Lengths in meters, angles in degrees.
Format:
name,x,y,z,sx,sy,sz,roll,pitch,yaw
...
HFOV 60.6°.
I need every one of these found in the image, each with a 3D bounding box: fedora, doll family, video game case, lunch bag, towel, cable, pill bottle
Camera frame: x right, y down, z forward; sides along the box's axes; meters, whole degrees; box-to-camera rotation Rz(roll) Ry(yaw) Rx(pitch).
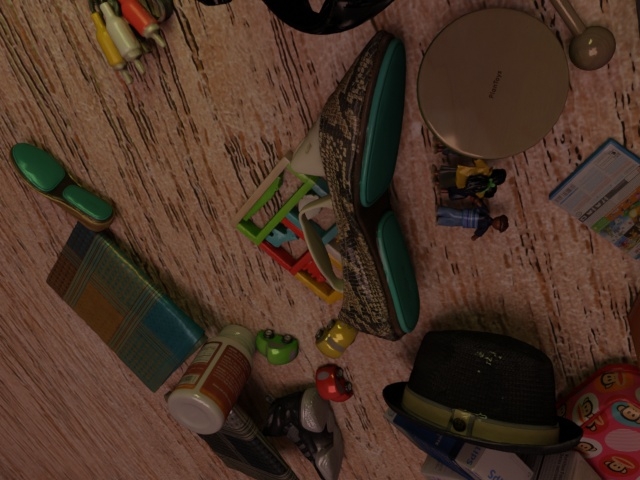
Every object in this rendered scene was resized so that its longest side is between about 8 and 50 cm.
name,x,y,z,sx,sy,sz,roll,pitch,yaw
fedora,0.277,0.238,0.944,0.333,0.334,0.153,8,90,16
doll family,0.225,-0.078,0.812,0.111,0.076,0.193,5,147,20
video game case,0.437,-0.056,0.789,0.166,0.015,0.119,34,127,-4
lunch bag,0.566,0.369,0.969,0.293,0.120,0.258,28,129,0
towel,-0.438,0.149,1.219,0.370,0.040,0.271,46,126,-1
towel,-0.213,0.479,1.340,0.324,0.056,0.312,-7,124,47
cable,-0.338,-0.386,0.818,0.139,0.072,0.287,-32,108,29
pill bottle,-0.214,0.280,1.140,0.121,0.216,0.121,10,126,15

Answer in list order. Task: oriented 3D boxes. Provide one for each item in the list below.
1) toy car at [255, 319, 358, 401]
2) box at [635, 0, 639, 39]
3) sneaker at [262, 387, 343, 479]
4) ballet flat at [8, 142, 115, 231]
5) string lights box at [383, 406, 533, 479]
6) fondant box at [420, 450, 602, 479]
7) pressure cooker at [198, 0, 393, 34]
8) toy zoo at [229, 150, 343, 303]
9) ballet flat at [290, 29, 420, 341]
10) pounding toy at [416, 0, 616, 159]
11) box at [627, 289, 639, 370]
name,x,y,z,sx,sy,sz,roll,pitch,yaw
toy car,-0.038,0.248,1.155,0.224,0.053,0.239,11,126,13
box,0.391,-0.307,0.560,0.122,0.128,0.257,-11,118,27
sneaker,-0.043,0.453,1.274,0.153,0.101,0.269,-4,116,24
ballet flat,-0.518,-0.096,1.087,0.232,0.080,0.073,41,142,-8
string lights box,0.248,0.380,1.029,0.133,0.077,0.259,46,163,-23
fondant box,0.397,0.500,1.068,0.238,0.096,0.330,47,147,-18
pressure cooker,-0.027,-0.411,0.496,0.375,0.370,0.421,7,122,21
toy zoo,0.000,0.000,0.983,0.293,0.030,0.192,40,127,-9
ballet flat,0.045,-0.057,0.834,0.181,0.164,0.483,5,120,26
pounding toy,0.234,-0.216,0.718,0.183,0.110,0.237,45,99,-1
box,0.522,0.129,0.786,0.090,0.170,0.130,10,126,12
